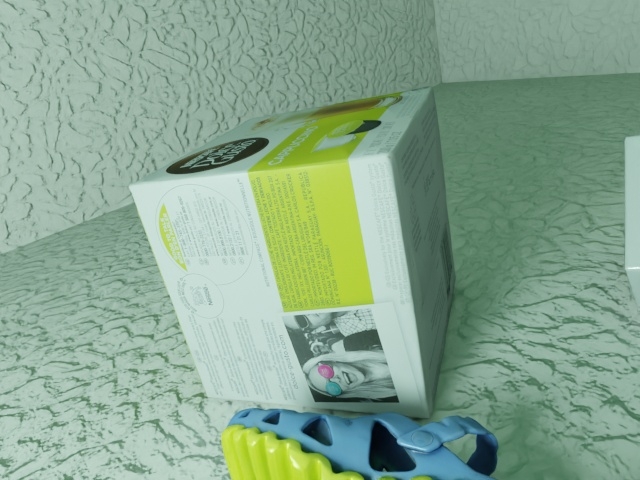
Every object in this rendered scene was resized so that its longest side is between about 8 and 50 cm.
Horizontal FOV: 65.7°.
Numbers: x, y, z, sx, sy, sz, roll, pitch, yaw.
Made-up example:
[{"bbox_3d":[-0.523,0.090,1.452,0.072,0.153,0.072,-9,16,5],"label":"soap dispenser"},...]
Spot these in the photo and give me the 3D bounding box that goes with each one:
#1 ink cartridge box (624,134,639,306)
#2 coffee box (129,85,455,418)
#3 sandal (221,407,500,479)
[{"bbox_3d":[0.564,-0.036,0.622,0.307,0.129,0.223,-4,59,38],"label":"ink cartridge box"},{"bbox_3d":[0.000,0.000,0.731,0.334,0.338,0.337,-3,25,22],"label":"coffee box"},{"bbox_3d":[0.049,0.227,0.494,0.317,0.126,0.138,7,26,22],"label":"sandal"}]
